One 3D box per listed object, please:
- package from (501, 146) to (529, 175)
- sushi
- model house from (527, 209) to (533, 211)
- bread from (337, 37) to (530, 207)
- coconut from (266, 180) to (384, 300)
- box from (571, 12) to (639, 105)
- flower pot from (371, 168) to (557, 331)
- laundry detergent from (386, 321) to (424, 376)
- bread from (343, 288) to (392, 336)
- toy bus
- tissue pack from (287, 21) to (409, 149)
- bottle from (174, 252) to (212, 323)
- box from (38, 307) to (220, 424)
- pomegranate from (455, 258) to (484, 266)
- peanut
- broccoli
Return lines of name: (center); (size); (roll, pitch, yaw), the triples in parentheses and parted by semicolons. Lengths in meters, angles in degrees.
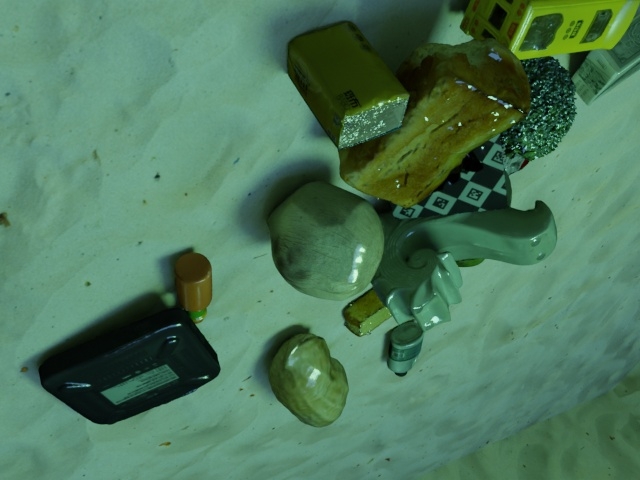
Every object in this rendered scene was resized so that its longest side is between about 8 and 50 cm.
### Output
package: (0.368, -0.178, 1.696); (0.239, 0.030, 0.154); (-14, 146, -22)
sushi: (0.225, -0.151, 1.487); (0.220, 0.047, 0.231); (-6, 130, 14)
model house: (0.531, -0.026, 2.009); (0.079, 0.083, 0.066); (-14, 145, -31)
bread: (0.173, -0.194, 1.298); (0.195, 0.148, 0.344); (18, 145, -25)
coconut: (0.000, 0.000, 1.452); (0.224, 0.224, 0.224); (-24, 148, -16)
box: (0.575, -0.354, 1.520); (0.164, 0.069, 0.256); (-36, 173, 3)
flower pot: (0.261, -0.001, 1.609); (0.367, 0.254, 0.164); (-33, 140, 3)
laundry detergent: (0.231, 0.311, 2.212); (0.099, 0.070, 0.225); (-30, 149, -19)
bread: (0.135, 0.159, 1.926); (0.187, 0.065, 0.103); (-34, 155, 4)
toy bus: (0.400, -0.388, 1.320); (0.330, 0.152, 0.144); (-14, 143, -29)
tissue pack: (0.038, -0.231, 1.187); (0.120, 0.169, 0.082); (-21, 152, -19)
bottle: (-0.234, 0.098, 1.489); (0.069, 0.069, 0.187); (-21, 150, -21)
box: (-0.358, 0.250, 1.560); (0.290, 0.073, 0.289); (-22, 149, -3)
pomegranate: (0.341, -0.030, 1.788); (0.191, 0.131, 0.152); (-33, 147, -16)
peanut: (-0.029, 0.344, 1.938); (0.174, 0.158, 0.340); (-17, 148, 13)
broccoli: (0.370, -0.250, 1.472); (0.226, 0.198, 0.176); (8, 173, -12)
